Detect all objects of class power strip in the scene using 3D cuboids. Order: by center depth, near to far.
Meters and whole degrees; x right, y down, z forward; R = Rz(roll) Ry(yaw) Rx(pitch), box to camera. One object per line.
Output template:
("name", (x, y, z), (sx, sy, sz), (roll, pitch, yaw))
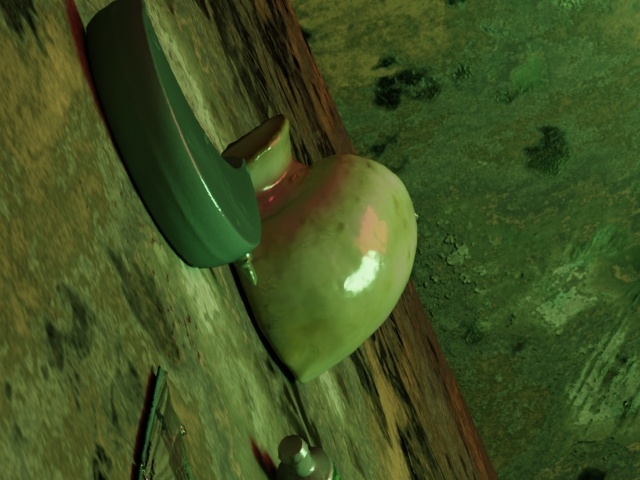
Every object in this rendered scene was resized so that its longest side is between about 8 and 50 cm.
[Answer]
("power strip", (-0.103, -0.058, 1.305), (0.253, 0.054, 0.168), (60, 13, -47))

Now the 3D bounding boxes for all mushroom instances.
("mushroom", (0.012, 0.009, 1.525), (0.173, 0.162, 0.236), (-101, 166, -65))

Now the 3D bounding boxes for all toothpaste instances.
("toothpaste", (0.016, 0.241, 1.337), (0.078, 0.046, 0.248), (-101, 170, -49))

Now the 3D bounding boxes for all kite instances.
("kite", (-0.055, 0.218, 0.985), (0.314, 0.011, 0.335), (54, 16, -63))
